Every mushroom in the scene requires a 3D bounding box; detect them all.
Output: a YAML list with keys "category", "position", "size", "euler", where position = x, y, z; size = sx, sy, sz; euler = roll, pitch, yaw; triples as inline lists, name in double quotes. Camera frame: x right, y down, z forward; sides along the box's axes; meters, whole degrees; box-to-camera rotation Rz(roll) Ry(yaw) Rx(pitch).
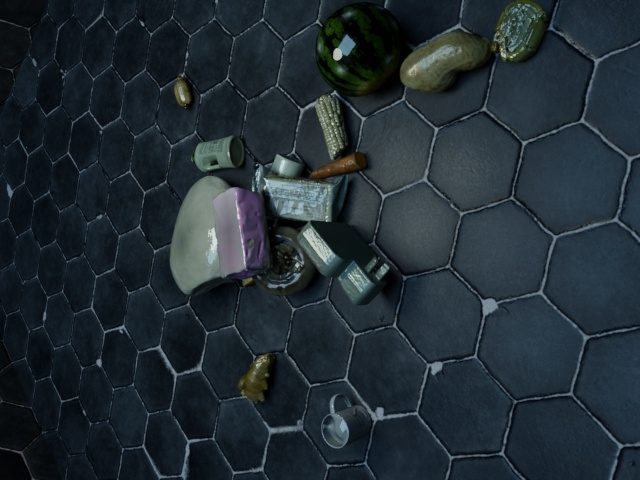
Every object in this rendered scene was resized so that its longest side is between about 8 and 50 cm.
- category: "mushroom"
  position: [-0.124, 0.069, 1.846]
  size: [0.226, 0.178, 0.227]
  euler: [1, 103, 5]

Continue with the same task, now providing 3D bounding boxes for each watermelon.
- category: "watermelon"
  position: [0.108, -0.548, 1.666]
  size: [0.268, 0.268, 0.269]
  euler: [-1, 88, 36]

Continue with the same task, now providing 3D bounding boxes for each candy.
- category: "candy"
  position: [-0.242, -0.020, 1.775]
  size: [0.155, 0.115, 0.265]
  euler: [-18, 76, 44]
- category: "candy"
  position: [-0.416, -0.022, 2.050]
  size: [0.386, 0.186, 0.428]
  euler: [-12, 70, 47]

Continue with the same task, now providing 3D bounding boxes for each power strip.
- category: "power strip"
  position: [0.088, 0.044, 1.669]
  size: [0.141, 0.229, 0.261]
  euler: [-50, 61, 23]

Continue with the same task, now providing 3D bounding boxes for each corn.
- category: "corn"
  position: [0.044, -0.358, 1.811]
  size: [0.087, 0.087, 0.211]
  euler: [-23, 79, 34]

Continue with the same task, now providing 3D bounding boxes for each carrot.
- category: "carrot"
  position: [0.043, -0.228, 1.829]
  size: [0.224, 0.057, 0.057]
  euler: [-12, 81, 40]

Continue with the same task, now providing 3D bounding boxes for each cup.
- category: "cup"
  position: [0.079, 0.534, 1.721]
  size: [0.099, 0.133, 0.136]
  euler: [8, 93, 37]

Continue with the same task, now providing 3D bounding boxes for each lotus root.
- category: "lotus root"
  position: [-0.536, -0.580, 2.254]
  size: [0.072, 0.063, 0.152]
  euler: [-17, 85, 62]

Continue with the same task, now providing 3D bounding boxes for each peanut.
- category: "peanut"
  position: [0.338, -0.487, 1.573]
  size: [0.253, 0.137, 0.122]
  euler: [-25, 29, 33]

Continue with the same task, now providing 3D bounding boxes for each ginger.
- category: "ginger"
  position: [-0.218, 0.480, 1.976]
  size: [0.206, 0.081, 0.115]
  euler: [-54, 28, 31]

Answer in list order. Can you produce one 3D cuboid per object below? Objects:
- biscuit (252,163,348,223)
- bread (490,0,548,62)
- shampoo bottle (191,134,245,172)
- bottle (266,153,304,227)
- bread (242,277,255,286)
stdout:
- category: "biscuit"
  position: [-0.072, -0.137, 1.817]
  size: [0.308, 0.079, 0.186]
  euler: [7, 100, 13]
- category: "bread"
  position: [0.508, -0.533, 1.479]
  size: [0.117, 0.064, 0.157]
  euler: [25, 102, 36]
- category: "shampoo bottle"
  position: [-0.389, -0.312, 2.122]
  size: [0.234, 0.087, 0.118]
  euler: [-3, 86, 37]
- category: "bottle"
  position: [-0.139, -0.158, 1.922]
  size: [0.104, 0.104, 0.245]
  euler: [30, 105, 33]
- category: "bread"
  position: [-0.221, 0.083, 2.005]
  size: [0.187, 0.065, 0.103]
  euler: [-38, 73, 31]
